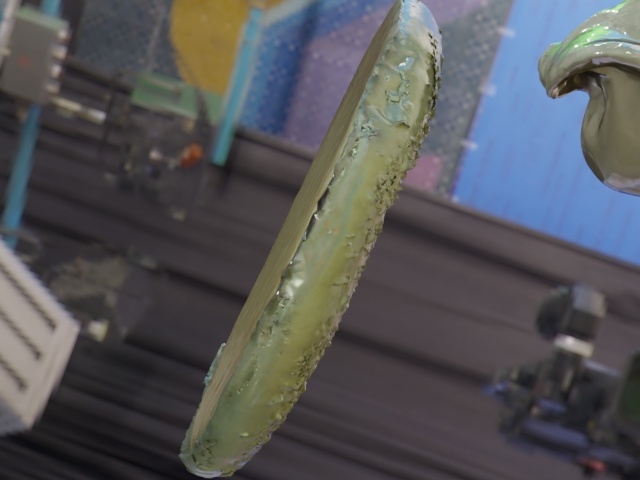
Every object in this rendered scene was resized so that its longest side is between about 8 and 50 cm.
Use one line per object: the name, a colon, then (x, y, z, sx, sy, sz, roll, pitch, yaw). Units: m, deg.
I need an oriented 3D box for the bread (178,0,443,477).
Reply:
bread: (0.000, 0.000, 0.834, 0.267, 0.040, 0.267, -154, 90, -86)

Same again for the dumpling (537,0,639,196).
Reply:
dumpling: (0.199, -0.082, 0.891, 0.250, 0.162, 0.132, -92, 21, -77)
